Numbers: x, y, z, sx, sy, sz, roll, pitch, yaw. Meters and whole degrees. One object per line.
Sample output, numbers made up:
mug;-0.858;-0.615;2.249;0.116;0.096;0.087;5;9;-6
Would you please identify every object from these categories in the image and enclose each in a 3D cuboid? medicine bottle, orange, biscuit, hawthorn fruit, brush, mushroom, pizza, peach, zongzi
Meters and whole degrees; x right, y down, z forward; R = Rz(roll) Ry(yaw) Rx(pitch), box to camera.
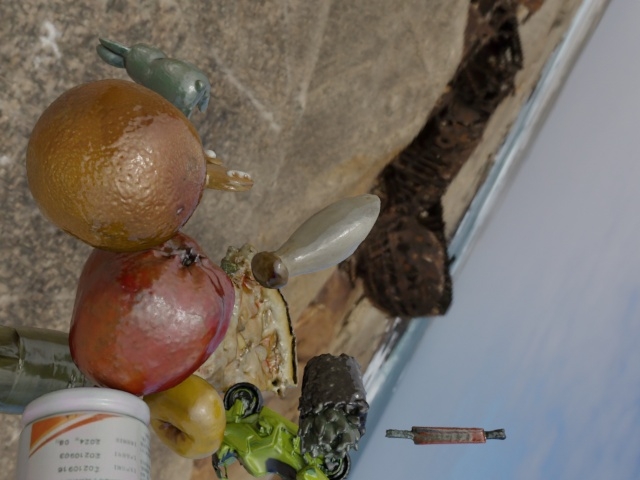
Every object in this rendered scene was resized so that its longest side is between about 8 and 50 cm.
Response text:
medicine bottle;-0.358;0.403;1.081;0.202;0.202;0.316;101;-17;-55
orange;-0.293;-0.107;1.036;0.264;0.264;0.264;-58;168;-20
biscuit;-0.289;-0.158;1.453;0.216;0.340;0.047;0;107;-30
hawthorn fruit;-0.308;0.143;1.233;0.330;0.287;0.287;-54;171;17
brush;0.337;0.531;1.950;0.070;0.323;0.051;55;35;-76
mushroom;0.000;0.000;1.607;0.350;0.128;0.128;-31;154;-27
pizza;-0.180;0.205;1.801;0.435;0.080;0.392;11;83;-57
peach;-0.255;0.328;1.355;0.103;0.179;0.179;-45;160;-47
zongzi;-0.686;0.247;1.443;0.447;0.418;0.181;24;68;-54

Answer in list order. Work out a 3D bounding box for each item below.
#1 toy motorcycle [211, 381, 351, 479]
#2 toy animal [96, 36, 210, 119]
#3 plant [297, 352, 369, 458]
toy motorcycle;-0.106;0.469;1.572;0.206;0.342;0.142;-57;162;-11
toy animal;-0.344;-0.356;1.500;0.127;0.251;0.125;-52;176;18
plant;0.023;0.314;1.330;0.132;0.129;0.194;90;2;-47
